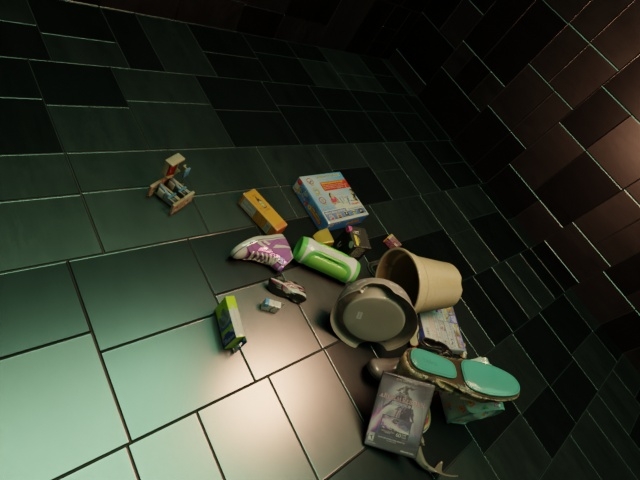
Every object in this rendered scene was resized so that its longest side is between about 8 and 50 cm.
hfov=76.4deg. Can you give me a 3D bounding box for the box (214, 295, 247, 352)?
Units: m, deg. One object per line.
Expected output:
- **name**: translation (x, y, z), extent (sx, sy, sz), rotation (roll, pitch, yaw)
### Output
- **box**: translation (-0.320, 0.300, 1.445), extent (0.043, 0.109, 0.178), rotation (1, 56, -39)

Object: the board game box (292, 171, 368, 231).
- **board game box**: translation (0.055, -0.208, 2.136), extent (0.309, 0.086, 0.301), rotation (-15, 66, -42)

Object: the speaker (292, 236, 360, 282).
- **speaker**: translation (0.028, 0.090, 1.847), extent (0.297, 0.131, 0.131), rotation (25, 45, -17)

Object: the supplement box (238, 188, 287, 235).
- **supplement box**: translation (-0.264, -0.122, 1.851), extent (0.233, 0.080, 0.078), rotation (49, 43, 6)

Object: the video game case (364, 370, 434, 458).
- **video game case**: translation (0.290, 0.639, 1.496), extent (0.196, 0.026, 0.273), rotation (15, 89, 3)

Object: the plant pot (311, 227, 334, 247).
- **plant pot**: translation (0.000, 0.000, 1.939), extent (0.084, 0.081, 0.081), rotation (-12, 64, -29)

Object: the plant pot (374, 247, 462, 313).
- **plant pot**: translation (0.471, 0.206, 1.898), extent (0.306, 0.333, 0.333), rotation (4, 54, -27)

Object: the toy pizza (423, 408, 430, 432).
- **toy pizza**: translation (0.381, 0.692, 1.679), extent (0.202, 0.032, 0.201), rotation (19, 47, -22)

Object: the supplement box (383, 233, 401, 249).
- **supplement box**: translation (0.395, 0.013, 2.228), extent (0.083, 0.043, 0.055), rotation (49, 43, 10)

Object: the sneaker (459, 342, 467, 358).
- **sneaker**: translation (0.715, 0.553, 2.033), extent (0.037, 0.032, 0.083), rotation (43, 46, -19)

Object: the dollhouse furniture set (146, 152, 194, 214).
- **dollhouse furniture set**: translation (-0.586, -0.223, 1.626), extent (0.129, 0.183, 0.129), rotation (40, 43, -2)

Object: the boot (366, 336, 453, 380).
- **boot**: translation (0.370, 0.484, 1.687), extent (0.339, 0.222, 0.118), rotation (13, 31, -31)

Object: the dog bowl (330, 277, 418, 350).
- **dog bowl**: translation (0.219, 0.302, 1.671), extent (0.349, 0.348, 0.102), rotation (31, 31, -11)

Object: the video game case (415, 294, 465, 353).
- **video game case**: translation (0.575, 0.417, 2.016), extent (0.245, 0.061, 0.269), rotation (14, 49, -24)

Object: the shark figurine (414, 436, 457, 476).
- **shark figurine**: translation (0.383, 0.787, 1.537), extent (0.167, 0.116, 0.278), rotation (-20, 74, -27)

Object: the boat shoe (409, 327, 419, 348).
- **boat shoe**: translation (0.441, 0.447, 1.914), extent (0.136, 0.049, 0.043), rotation (-79, 154, -45)

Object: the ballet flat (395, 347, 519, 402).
- **ballet flat**: translation (0.523, 0.548, 1.606), extent (0.484, 0.181, 0.163), rotation (16, 41, -6)

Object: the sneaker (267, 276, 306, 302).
- **sneaker**: translation (-0.140, 0.196, 1.700), extent (0.178, 0.072, 0.077), rotation (33, 31, -20)

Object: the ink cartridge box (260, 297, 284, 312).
- **ink cartridge box**: translation (-0.189, 0.262, 1.613), extent (0.084, 0.048, 0.028), rotation (20, 47, -21)

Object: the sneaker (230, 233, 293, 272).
- **sneaker**: translation (-0.229, 0.066, 1.708), extent (0.282, 0.102, 0.160), rotation (-14, 68, -41)

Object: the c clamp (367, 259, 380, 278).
- **c clamp**: translation (0.303, 0.161, 2.065), extent (0.161, 0.022, 0.137), rotation (-19, 64, -41)

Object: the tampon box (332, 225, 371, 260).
- **tampon box**: translation (0.146, 0.026, 1.956), extent (0.102, 0.161, 0.120), rotation (8, 52, -31)

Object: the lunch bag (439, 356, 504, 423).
- **lunch bag**: translation (0.641, 0.642, 1.735), extent (0.160, 0.262, 0.223), rotation (15, 50, -26)
